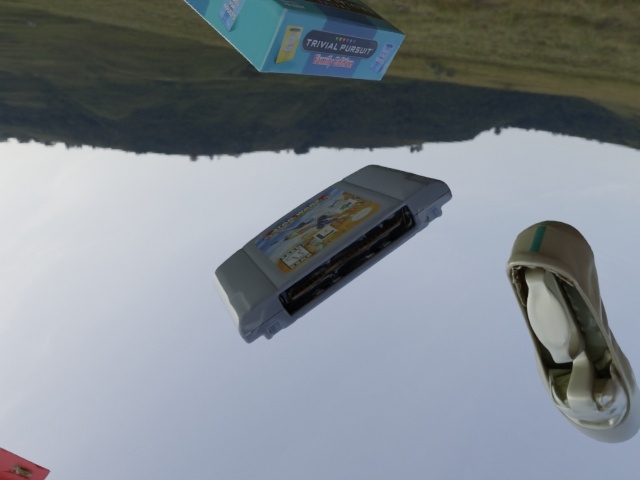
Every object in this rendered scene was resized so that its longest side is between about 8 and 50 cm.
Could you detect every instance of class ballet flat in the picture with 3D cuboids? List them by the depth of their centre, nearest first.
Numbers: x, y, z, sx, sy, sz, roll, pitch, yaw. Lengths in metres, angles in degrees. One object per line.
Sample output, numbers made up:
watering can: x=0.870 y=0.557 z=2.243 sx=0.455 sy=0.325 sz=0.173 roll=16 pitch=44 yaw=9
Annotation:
ballet flat: x=0.229 y=0.104 z=0.482 sx=0.086 sy=0.249 sz=0.086 roll=-24 pitch=-167 yaw=6

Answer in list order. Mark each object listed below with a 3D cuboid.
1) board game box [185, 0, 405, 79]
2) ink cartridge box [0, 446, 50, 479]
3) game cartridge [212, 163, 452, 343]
board game box: x=-0.080 y=-0.351 z=0.729 sx=0.336 sy=0.079 sz=0.253 roll=46 pitch=-145 yaw=21
ink cartridge box: x=-0.442 y=0.293 z=0.605 sx=0.189 sy=0.232 sz=0.066 roll=33 pitch=-144 yaw=-15
game cartridge: x=0.000 y=0.000 z=0.687 sx=0.297 sy=0.062 sz=0.198 roll=-35 pitch=-153 yaw=-10
